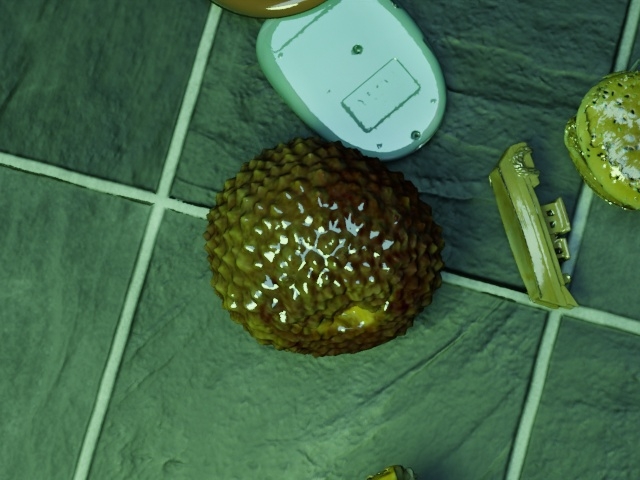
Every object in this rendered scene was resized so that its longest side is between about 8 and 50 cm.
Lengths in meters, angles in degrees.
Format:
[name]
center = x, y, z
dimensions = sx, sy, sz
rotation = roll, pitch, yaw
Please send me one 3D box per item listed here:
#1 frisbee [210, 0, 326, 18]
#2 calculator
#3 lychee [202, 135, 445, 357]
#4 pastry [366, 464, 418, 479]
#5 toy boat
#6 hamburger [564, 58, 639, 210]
[frisbee]
center = -0.055, -0.389, 1.860
dimensions = 0.250, 0.021, 0.251
rotation = -4, 71, 11
[calculator]
center = 0.028, -0.227, 1.840
dimensions = 0.185, 0.041, 0.299
rotation = -39, 79, 0
[lychee]
center = 0.000, 0.000, 1.717
dimensions = 0.267, 0.267, 0.267
rotation = -1, 83, 6
[pastry]
center = 0.077, 0.387, 1.646
dimensions = 0.170, 0.237, 0.256
rotation = -19, 46, 19
[toy boat]
center = 0.259, -0.015, 1.781
dimensions = 0.072, 0.064, 0.206
rotation = -16, 83, -14
[hamburger]
center = 0.373, -0.124, 1.754
dimensions = 0.177, 0.113, 0.185
rotation = 0, 83, 7
